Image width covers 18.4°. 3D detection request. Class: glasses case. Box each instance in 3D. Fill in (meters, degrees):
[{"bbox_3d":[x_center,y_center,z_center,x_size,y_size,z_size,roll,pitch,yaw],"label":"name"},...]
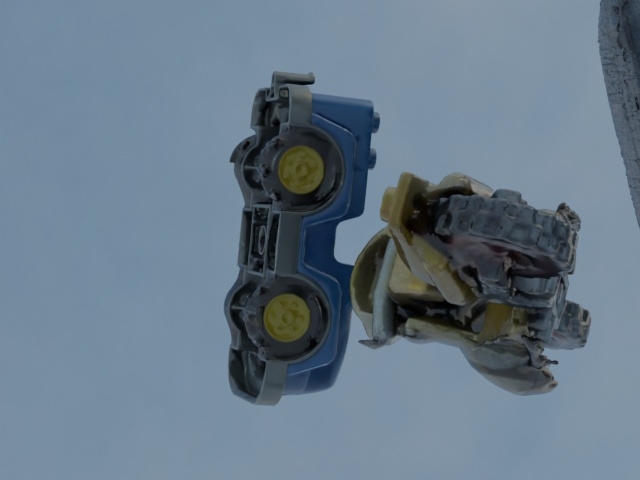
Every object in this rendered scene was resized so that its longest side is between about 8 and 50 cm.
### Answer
[{"bbox_3d":[0.270,-0.068,1.427,0.109,0.067,0.282,-20,-76,-25],"label":"glasses case"}]

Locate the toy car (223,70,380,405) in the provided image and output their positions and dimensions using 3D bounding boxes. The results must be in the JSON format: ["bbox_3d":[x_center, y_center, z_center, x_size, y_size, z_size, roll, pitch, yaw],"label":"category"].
[{"bbox_3d":[0.000,0.000,1.139,0.100,0.097,0.191,6,-89,-15],"label":"toy car"}]

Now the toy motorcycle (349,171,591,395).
[{"bbox_3d":[0.068,0.017,0.994,0.129,0.229,0.094,15,-102,13],"label":"toy motorcycle"}]
